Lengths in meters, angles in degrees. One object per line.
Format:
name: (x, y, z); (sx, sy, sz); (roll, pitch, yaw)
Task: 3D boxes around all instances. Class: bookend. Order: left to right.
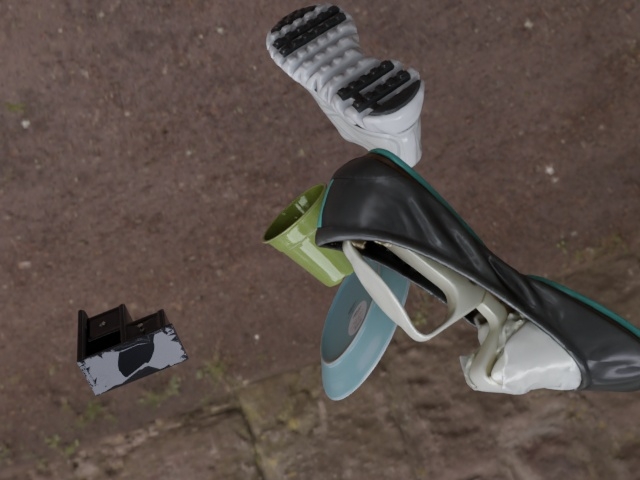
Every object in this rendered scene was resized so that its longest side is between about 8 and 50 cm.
bookend: (-0.304, 0.152, 1.471); (0.157, 0.156, 0.072); (-21, 119, -2)

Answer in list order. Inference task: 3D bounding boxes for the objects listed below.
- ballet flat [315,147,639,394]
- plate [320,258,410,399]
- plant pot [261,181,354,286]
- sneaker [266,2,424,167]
ballet flat: (0.113, 0.049, 0.661); (0.096, 0.280, 0.095); (-54, 178, -19)
plate: (0.039, 0.074, 0.953); (0.024, 0.188, 0.188); (25, 128, -14)
plant pot: (0.000, 0.000, 0.885); (0.083, 0.083, 0.079); (-38, 106, 22)
sneaker: (0.026, -0.181, 1.072); (0.110, 0.292, 0.118); (-31, 136, -6)
